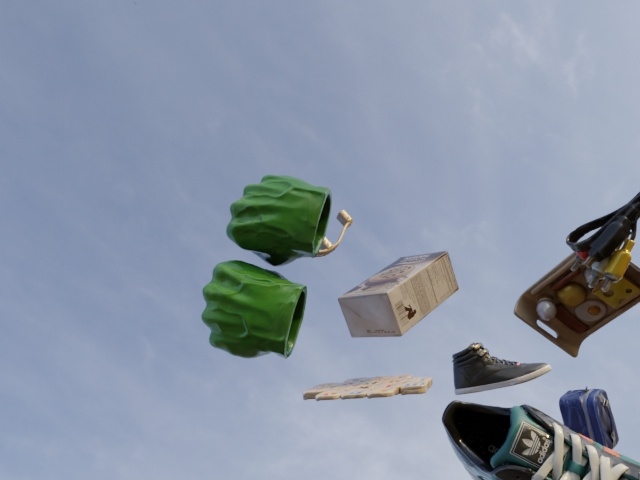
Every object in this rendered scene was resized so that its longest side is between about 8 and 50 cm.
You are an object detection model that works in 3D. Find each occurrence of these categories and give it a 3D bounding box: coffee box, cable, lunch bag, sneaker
[{"bbox_3d":[0.211,0.137,1.350,0.297,0.168,0.119,-26,-81,-44],"label":"coffee box"},{"bbox_3d":[0.609,-0.035,1.017,0.072,0.139,0.287,37,-81,-26],"label":"cable"},{"bbox_3d":[0.421,0.276,0.798,0.067,0.065,0.098,-9,-95,-46],"label":"lunch bag"},{"bbox_3d":[0.259,0.254,0.556,0.121,0.302,0.108,49,-117,-27],"label":"sneaker"},{"bbox_3d":[0.537,0.374,1.571,0.295,0.147,0.104,-19,-18,23],"label":"sneaker"}]

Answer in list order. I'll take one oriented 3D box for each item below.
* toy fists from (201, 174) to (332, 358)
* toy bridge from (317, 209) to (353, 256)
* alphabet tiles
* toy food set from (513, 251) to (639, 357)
[{"bbox_3d":[-0.081,0.033,0.756,0.142,0.096,0.279,12,-104,12],"label":"toy fists"},{"bbox_3d":[0.000,0.000,1.060,0.188,0.063,0.026,-31,-19,-34],"label":"toy bridge"},{"bbox_3d":[0.110,0.342,1.186,0.284,0.278,0.021,-8,-99,18],"label":"alphabet tiles"},{"bbox_3d":[0.686,0.156,1.316,0.219,0.092,0.306,35,-53,-3],"label":"toy food set"}]
